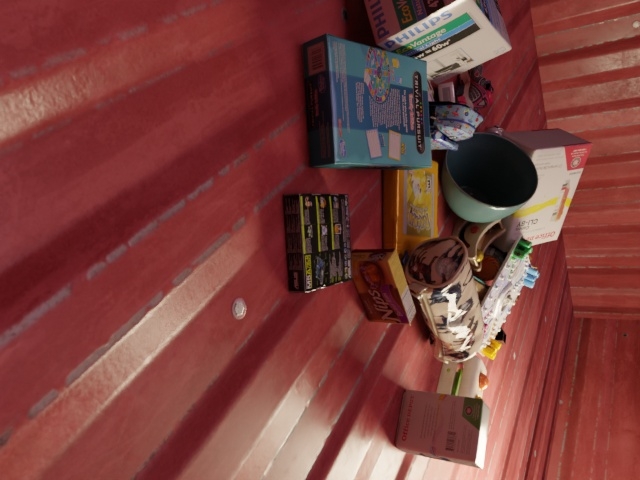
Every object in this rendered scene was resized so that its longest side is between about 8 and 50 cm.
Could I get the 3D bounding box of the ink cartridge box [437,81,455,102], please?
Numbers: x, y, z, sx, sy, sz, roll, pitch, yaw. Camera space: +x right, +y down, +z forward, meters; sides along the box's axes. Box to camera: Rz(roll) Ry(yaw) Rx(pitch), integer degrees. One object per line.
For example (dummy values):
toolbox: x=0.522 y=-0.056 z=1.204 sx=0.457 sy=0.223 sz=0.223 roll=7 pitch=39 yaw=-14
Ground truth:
ink cartridge box: x=0.429 y=-0.425 z=1.756 sx=0.224 sy=0.056 sz=0.181 roll=-41 pitch=123 yaw=-72

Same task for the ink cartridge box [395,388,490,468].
ink cartridge box: x=0.316 y=0.484 z=1.369 sx=0.093 sy=0.212 sz=0.155 roll=50 pitch=48 yaw=-47

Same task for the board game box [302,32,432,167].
board game box: x=0.114 y=-0.287 z=1.168 sx=0.335 sy=0.079 sz=0.254 roll=-5 pitch=93 yaw=-44

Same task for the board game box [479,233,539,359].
board game box: x=0.652 y=0.216 z=1.861 sx=0.390 sy=0.050 sz=0.390 roll=-59 pitch=148 yaw=-6

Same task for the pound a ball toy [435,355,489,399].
pound a ball toy: x=0.461 y=0.505 z=1.654 sx=0.208 sy=0.135 sz=0.319 roll=57 pitch=45 yaw=-37

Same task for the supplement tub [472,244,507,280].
supplement tub: x=0.602 y=0.070 z=1.889 sx=0.190 sy=0.116 sz=0.117 roll=-35 pitch=118 yaw=-62

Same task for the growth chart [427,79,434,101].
growth chart: x=0.306 y=-0.438 z=1.578 sx=0.172 sy=0.021 sz=0.237 roll=-59 pitch=134 yaw=-40

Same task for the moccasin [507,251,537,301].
moccasin: x=0.827 y=0.070 z=2.220 sx=0.139 sy=0.146 sz=0.380 roll=42 pitch=55 yaw=-47

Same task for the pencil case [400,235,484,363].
pencil case: x=0.337 y=0.174 z=1.427 sx=0.183 sy=0.160 sz=0.410 roll=-38 pitch=135 yaw=-12

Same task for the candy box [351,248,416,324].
candy box: x=0.142 y=0.107 z=1.220 sx=0.053 sy=0.109 sz=0.187 roll=-51 pitch=129 yaw=-45

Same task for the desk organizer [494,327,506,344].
desk organizer: x=0.693 y=0.368 z=2.088 sx=0.130 sy=0.050 sz=0.047 roll=45 pitch=52 yaw=-46

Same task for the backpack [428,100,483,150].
backpack: x=0.360 y=-0.324 z=1.492 sx=0.158 sy=0.173 sz=0.117 roll=16 pitch=87 yaw=-48

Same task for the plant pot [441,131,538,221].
plant pot: x=0.509 y=-0.170 z=1.682 sx=0.195 sy=0.290 sz=0.290 roll=103 pitch=8 yaw=-58

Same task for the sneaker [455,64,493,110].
sneaker: x=0.552 y=-0.540 z=1.862 sx=0.121 sy=0.111 sz=0.299 roll=60 pitch=34 yaw=-36

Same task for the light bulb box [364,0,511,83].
light bulb box: x=0.266 y=-0.625 z=1.285 sx=0.361 sy=0.225 sz=0.358 roll=0 pitch=74 yaw=-57

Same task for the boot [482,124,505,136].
boot: x=0.692 y=-0.411 z=2.113 sx=0.258 sy=0.095 sz=0.124 roll=42 pitch=48 yaw=-58

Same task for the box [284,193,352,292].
box: x=0.000 y=0.000 z=1.072 sx=0.184 sy=0.045 sz=0.191 roll=-8 pitch=96 yaw=-54

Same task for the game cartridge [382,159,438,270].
game cartridge: x=0.255 y=-0.077 z=1.453 sx=0.285 sy=0.052 sz=0.324 roll=4 pitch=84 yaw=-56

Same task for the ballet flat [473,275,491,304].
ballet flat: x=0.530 y=0.195 z=1.824 sx=0.342 sy=0.116 sz=0.124 roll=23 pitch=89 yaw=-58

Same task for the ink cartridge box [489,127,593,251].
ink cartridge box: x=0.733 y=-0.175 z=1.840 sx=0.279 sy=0.160 sz=0.385 roll=-10 pitch=125 yaw=-25

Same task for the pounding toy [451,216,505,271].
pounding toy: x=0.545 y=-0.004 z=1.794 sx=0.155 sy=0.154 sz=0.270 roll=55 pitch=46 yaw=-39
